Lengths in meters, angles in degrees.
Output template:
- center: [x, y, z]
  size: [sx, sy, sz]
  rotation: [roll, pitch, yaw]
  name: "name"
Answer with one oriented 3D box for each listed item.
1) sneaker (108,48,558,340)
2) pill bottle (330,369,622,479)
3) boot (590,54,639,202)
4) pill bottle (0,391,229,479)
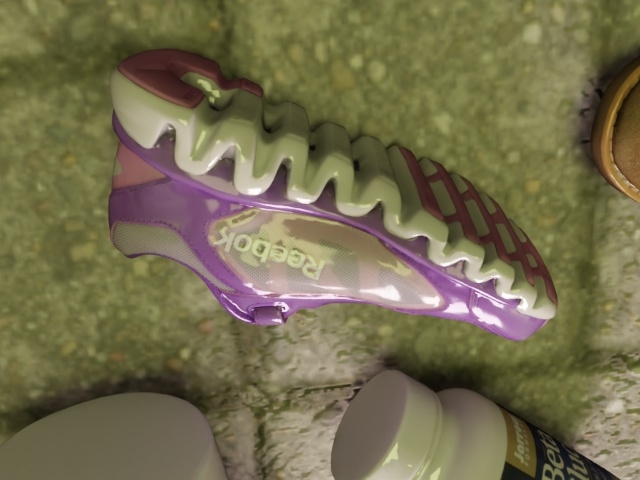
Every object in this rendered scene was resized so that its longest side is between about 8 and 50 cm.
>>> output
- center: [0.000, 0.000, 0.364]
  size: [0.236, 0.095, 0.104]
  rotation: [23, 114, -9]
  name: "sneaker"
- center: [0.093, 0.143, 0.421]
  size: [0.169, 0.094, 0.094]
  rotation: [32, 104, -17]
  name: "pill bottle"
- center: [0.291, -0.035, 0.366]
  size: [0.305, 0.115, 0.112]
  rotation: [9, 111, -9]
  name: "boot"
- center: [-0.086, 0.242, 0.401]
  size: [0.169, 0.169, 0.301]
  rotation: [-11, 112, -2]
  name: "pill bottle"
